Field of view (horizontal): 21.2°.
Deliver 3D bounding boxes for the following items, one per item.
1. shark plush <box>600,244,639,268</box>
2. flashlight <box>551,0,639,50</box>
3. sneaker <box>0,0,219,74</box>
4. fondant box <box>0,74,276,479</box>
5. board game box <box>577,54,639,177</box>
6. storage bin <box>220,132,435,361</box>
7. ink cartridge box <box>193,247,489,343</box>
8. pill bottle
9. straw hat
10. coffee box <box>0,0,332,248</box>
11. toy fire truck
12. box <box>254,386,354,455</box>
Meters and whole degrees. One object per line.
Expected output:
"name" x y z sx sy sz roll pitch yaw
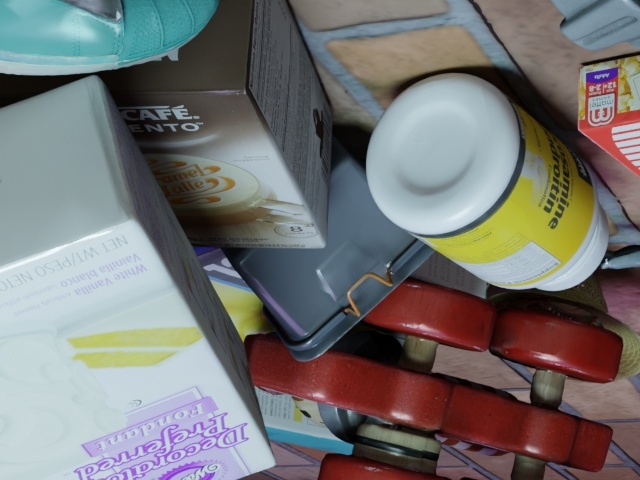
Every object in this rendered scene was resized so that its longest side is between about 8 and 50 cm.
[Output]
"shark plush" 0.290 0.019 1.251 0.161 0.067 0.073 10 161 -18
"flashlight" 0.209 -0.171 0.666 0.103 0.103 0.304 54 141 -8
"sneaker" -0.177 -0.153 0.759 0.302 0.108 0.121 12 164 -19
"fondant box" -0.177 0.069 0.949 0.238 0.096 0.330 -20 151 1
"board game box" 0.271 -0.076 1.008 0.193 0.045 0.147 -9 158 34
"storage bin" 0.000 0.000 1.132 0.091 0.135 0.098 45 -176 -32
"ink cartridge box" -0.082 0.017 1.319 0.307 0.072 0.303 16 158 -38
"pill bottle" 0.114 -0.028 1.087 0.103 0.103 0.184 -8 159 31
"straw hat" 0.201 0.054 1.384 0.144 0.061 0.144 14 151 8
"coffee box" -0.082 -0.078 0.979 0.141 0.098 0.246 -1 161 11
"toy fire truck" 0.066 0.124 1.306 0.302 0.169 0.254 16 173 -32
"box" -0.020 0.141 1.621 0.244 0.100 0.060 15 159 -31
